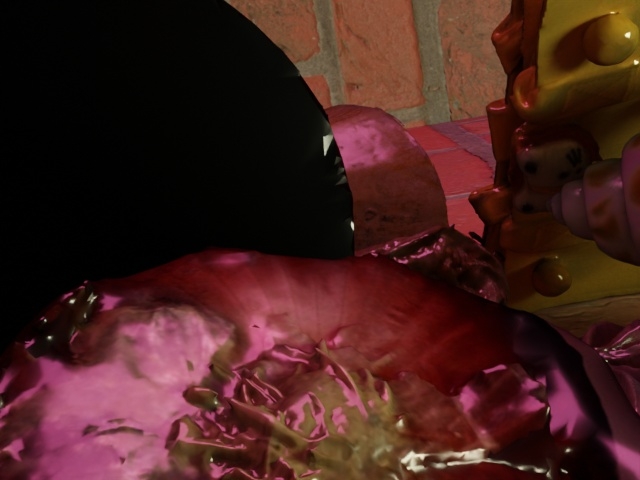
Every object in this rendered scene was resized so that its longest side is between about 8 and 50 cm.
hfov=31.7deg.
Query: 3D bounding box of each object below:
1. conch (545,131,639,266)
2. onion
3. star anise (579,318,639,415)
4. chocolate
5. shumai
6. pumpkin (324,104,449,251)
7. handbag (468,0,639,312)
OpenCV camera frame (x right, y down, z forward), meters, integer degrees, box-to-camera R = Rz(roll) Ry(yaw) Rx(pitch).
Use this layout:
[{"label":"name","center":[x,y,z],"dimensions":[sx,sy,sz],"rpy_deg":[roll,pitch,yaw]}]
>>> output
[{"label":"conch","center":[0.340,-0.014,0.725],"dimensions":[0.368,0.197,0.249],"rpy_deg":[30,-3,40]},{"label":"onion","center":[0.001,0.129,0.425],"dimensions":[0.272,0.195,0.272],"rpy_deg":[10,43,-10]},{"label":"star anise","center":[0.179,0.097,0.683],"dimensions":[0.197,0.073,0.212],"rpy_deg":[-3,15,41]},{"label":"chocolate","center":[-0.182,0.001,0.814],"dimensions":[0.384,0.383,0.331],"rpy_deg":[-13,2,-16]},{"label":"shumai","center":[0.073,0.064,0.847],"dimensions":[0.145,0.145,0.116],"rpy_deg":[-6,30,15]},{"label":"pumpkin","center":[-0.007,-0.010,0.967],"dimensions":[0.110,0.217,0.217],"rpy_deg":[-5,6,-41]},{"label":"handbag","center":[0.266,-0.092,0.898],"dimensions":[0.283,0.401,0.133],"rpy_deg":[-11,53,-7]}]
